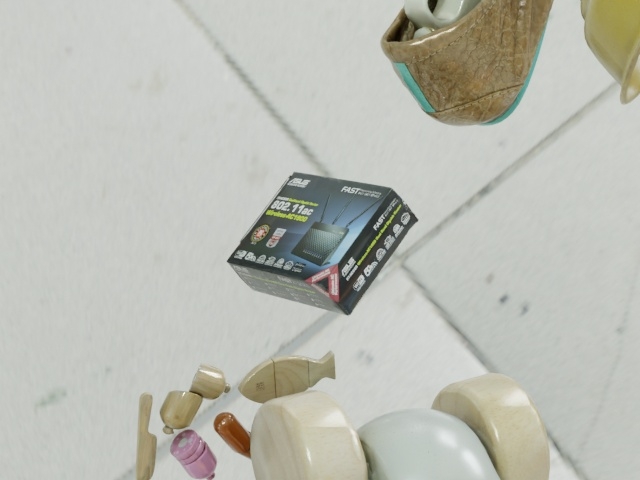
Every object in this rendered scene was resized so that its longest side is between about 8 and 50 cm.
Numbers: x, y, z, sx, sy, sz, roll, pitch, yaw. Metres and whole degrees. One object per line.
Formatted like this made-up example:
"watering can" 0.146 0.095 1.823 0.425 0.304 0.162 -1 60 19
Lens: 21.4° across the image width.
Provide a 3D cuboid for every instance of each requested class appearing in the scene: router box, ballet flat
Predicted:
"router box" 0.000 0.000 1.246 0.092 0.122 0.038 -54 125 -19
"ballet flat" 0.124 -0.247 1.148 0.124 0.116 0.342 29 80 -37

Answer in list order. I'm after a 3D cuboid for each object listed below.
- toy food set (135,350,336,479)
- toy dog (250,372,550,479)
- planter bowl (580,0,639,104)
"toy food set" -0.051 0.102 0.978 0.122 0.019 0.078 -6 114 -26
"toy dog" 0.071 0.230 0.951 0.220 0.161 0.334 -29 112 -15
"planter bowl" 0.159 -0.178 0.785 0.090 0.217 0.217 31 73 11
